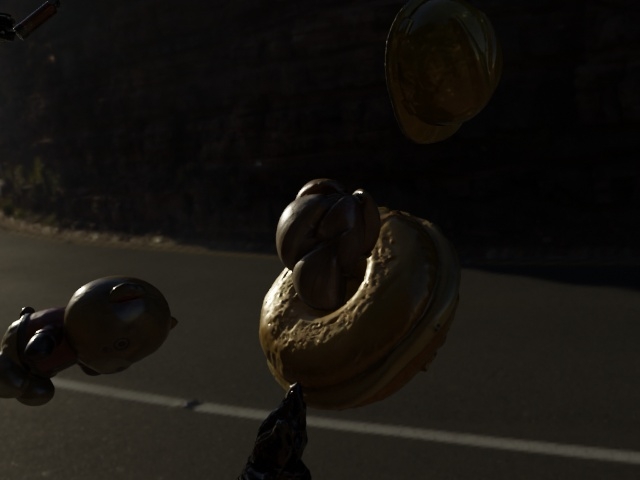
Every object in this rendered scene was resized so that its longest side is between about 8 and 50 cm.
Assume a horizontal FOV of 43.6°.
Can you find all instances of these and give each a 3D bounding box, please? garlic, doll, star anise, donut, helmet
[{"bbox_3d":[0.000,0.000,1.334,0.160,0.191,0.214,19,49,23],"label":"garlic"},{"bbox_3d":[-0.426,0.170,1.428,0.330,0.174,0.235,-20,-28,1],"label":"doll"},{"bbox_3d":[-0.065,0.335,1.117,0.103,0.272,0.272,27,15,4],"label":"star anise"},{"bbox_3d":[0.074,0.129,1.575,0.449,0.198,0.448,-25,41,24],"label":"donut"},{"bbox_3d":[0.224,-0.279,1.308,0.205,0.256,0.140,-17,21,-30],"label":"helmet"}]

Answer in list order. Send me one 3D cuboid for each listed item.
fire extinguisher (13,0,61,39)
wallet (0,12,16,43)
[{"bbox_3d":[-0.412,-0.329,1.170,0.083,0.028,0.022,-45,-6,-13],"label":"fire extinguisher"},{"bbox_3d":[-0.517,-0.244,0.887,0.169,0.044,0.317,-7,2,28],"label":"wallet"}]
